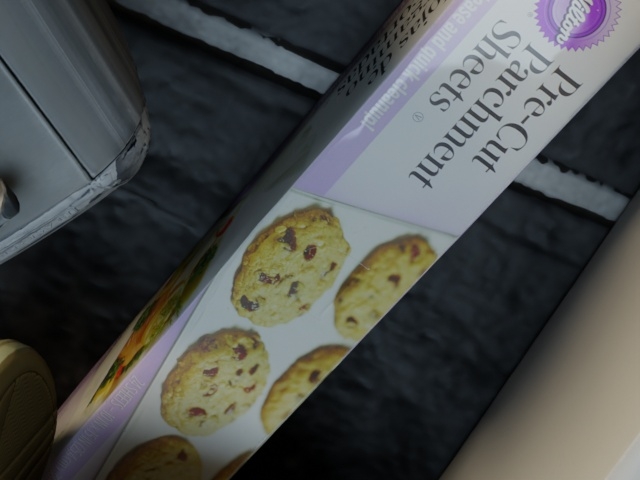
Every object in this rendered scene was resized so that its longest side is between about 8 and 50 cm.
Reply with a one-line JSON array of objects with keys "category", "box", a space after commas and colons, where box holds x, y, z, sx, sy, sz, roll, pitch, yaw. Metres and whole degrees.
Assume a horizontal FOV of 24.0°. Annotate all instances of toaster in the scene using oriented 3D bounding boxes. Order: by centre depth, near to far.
[{"category": "toaster", "box": [-0.145, -0.084, 0.483, 0.129, 0.227, 0.146, -32, 128, -1]}]

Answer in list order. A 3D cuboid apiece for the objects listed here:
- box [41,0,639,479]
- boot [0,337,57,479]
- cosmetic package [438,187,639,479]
[{"category": "box", "box": [0.000, 0.000, 0.589, 0.067, 0.063, 0.324, 36, 114, -15]}, {"category": "boot", "box": [-0.193, 0.073, 0.591, 0.165, 0.077, 0.213, 34, 141, 7]}, {"category": "cosmetic package", "box": [0.140, 0.162, 0.614, 0.197, 0.155, 0.365, 27, 115, -9]}]
